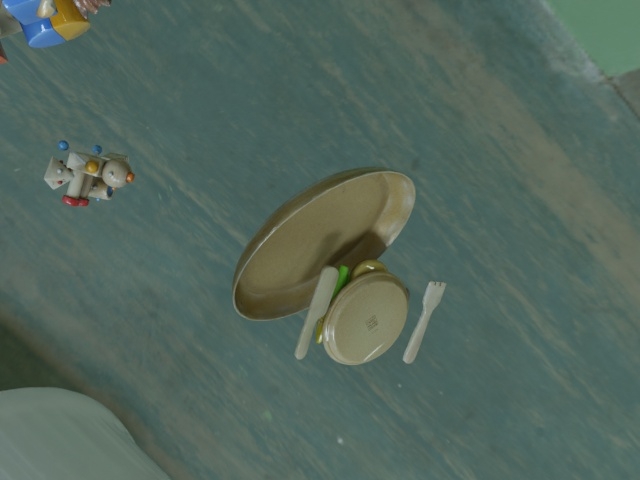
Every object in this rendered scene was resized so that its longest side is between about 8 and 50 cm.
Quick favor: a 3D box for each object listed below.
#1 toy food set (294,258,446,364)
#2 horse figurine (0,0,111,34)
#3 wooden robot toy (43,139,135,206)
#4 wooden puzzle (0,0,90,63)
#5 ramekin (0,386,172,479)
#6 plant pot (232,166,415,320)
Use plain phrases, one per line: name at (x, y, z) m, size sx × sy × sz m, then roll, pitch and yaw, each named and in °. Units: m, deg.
toy food set at (0.052, 0.085, 1.004) m, size 0.192 × 0.038 × 0.133 m, roll 10°, pitch 106°, yaw -38°
horse figurine at (-0.284, -0.212, 0.588) m, size 0.263 × 0.174 × 0.066 m, roll -3°, pitch 54°, yaw -7°
wooden robot toy at (-0.261, -0.075, 1.028) m, size 0.079 × 0.173 × 0.076 m, roll 12°, pitch 95°, yaw 10°
wooden puzzle at (-0.425, -0.289, 1.092) m, size 0.347 × 0.322 × 0.081 m, roll -26°, pitch 94°, yaw -4°
ramekin at (-0.212, 0.260, 0.614) m, size 0.277 × 0.135 × 0.277 m, roll -25°, pitch 125°, yaw -41°
plant pot at (0.000, 0.000, 0.925) m, size 0.236 × 0.236 × 0.032 m, roll -34°, pitch 65°, yaw -6°
